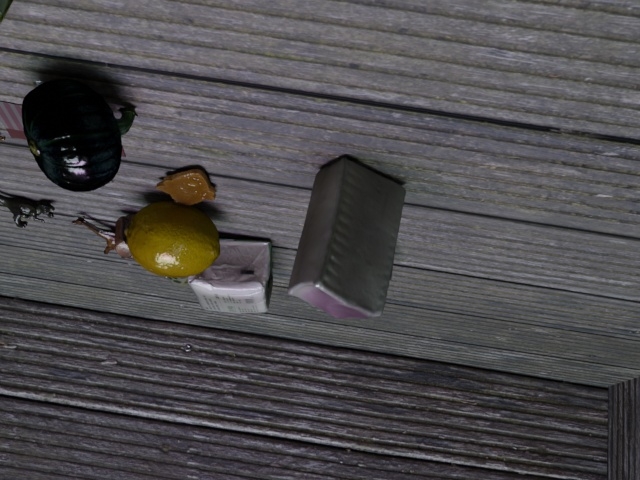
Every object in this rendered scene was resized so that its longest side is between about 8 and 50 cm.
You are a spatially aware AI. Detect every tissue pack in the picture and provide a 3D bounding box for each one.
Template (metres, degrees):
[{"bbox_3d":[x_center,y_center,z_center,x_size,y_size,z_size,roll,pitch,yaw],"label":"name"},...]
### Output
[{"bbox_3d":[-0.299,0.123,2.456,0.266,0.193,0.356,3,162,-2],"label":"tissue pack"}]

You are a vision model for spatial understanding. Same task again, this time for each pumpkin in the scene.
[{"bbox_3d":[-0.505,-0.234,1.555,0.248,0.248,0.248,8,161,3],"label":"pumpkin"}]

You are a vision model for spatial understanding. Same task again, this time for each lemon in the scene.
[{"bbox_3d":[-0.434,-0.003,2.124,0.263,0.235,0.236,-13,169,-22],"label":"lemon"}]

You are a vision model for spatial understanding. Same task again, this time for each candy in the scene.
[{"bbox_3d":[0.065,-0.003,1.718,0.208,0.358,0.145,25,155,-31],"label":"candy"}]

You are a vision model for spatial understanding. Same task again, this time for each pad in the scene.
[{"bbox_3d":[-0.646,-0.274,1.781,0.300,0.005,0.202,10,161,-3],"label":"pad"}]

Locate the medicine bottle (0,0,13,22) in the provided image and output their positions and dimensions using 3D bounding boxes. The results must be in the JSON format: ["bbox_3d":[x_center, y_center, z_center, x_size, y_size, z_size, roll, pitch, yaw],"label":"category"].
[{"bbox_3d":[-0.613,-0.397,1.221,0.141,0.137,0.250,20,158,-32],"label":"medicine bottle"}]

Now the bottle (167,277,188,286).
[{"bbox_3d":[-0.493,0.080,2.545,0.120,0.120,0.253,11,161,-7],"label":"bottle"}]

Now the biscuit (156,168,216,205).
[{"bbox_3d":[-0.361,-0.148,1.971,0.162,0.035,0.250,10,162,-20],"label":"biscuit"}]

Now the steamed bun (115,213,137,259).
[{"bbox_3d":[-0.560,-0.015,2.270,0.175,0.144,0.106,7,147,-19],"label":"steamed bun"}]

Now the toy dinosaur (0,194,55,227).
[{"bbox_3d":[-0.944,-0.134,2.294,0.187,0.087,0.178,-6,124,-3],"label":"toy dinosaur"}]

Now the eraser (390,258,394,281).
[{"bbox_3d":[0.186,0.051,2.198,0.052,0.095,0.225,4,160,15],"label":"eraser"}]

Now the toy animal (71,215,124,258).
[{"bbox_3d":[-0.730,-0.013,2.464,0.224,0.066,0.229,8,154,-11],"label":"toy animal"}]

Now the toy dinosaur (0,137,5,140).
[{"bbox_3d":[-0.844,-0.273,1.838,0.041,0.026,0.113,1,170,1],"label":"toy dinosaur"}]
